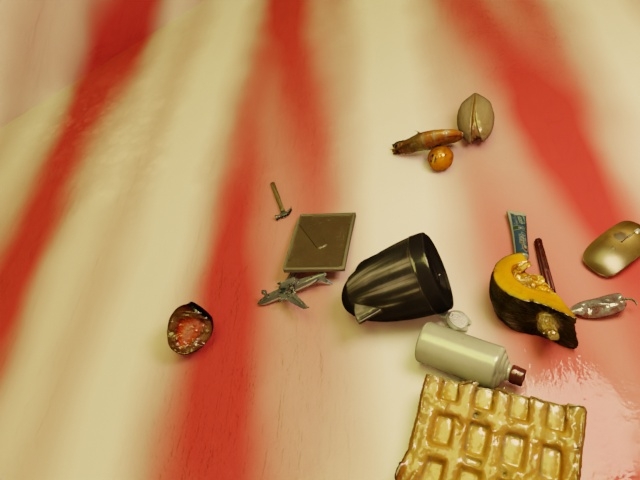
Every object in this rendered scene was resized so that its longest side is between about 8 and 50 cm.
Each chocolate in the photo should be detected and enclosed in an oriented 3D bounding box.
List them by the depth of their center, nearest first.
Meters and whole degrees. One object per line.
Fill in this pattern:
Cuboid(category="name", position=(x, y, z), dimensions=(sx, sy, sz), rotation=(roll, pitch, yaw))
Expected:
Cuboid(category="chocolate", position=(-0.365, 0.246, 1.436), dimensions=(0.124, 0.127, 0.133), rotation=(40, 83, 23))

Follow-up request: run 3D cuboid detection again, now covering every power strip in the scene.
Cuboid(category="power strip", position=(0.340, 0.202, 1.328), dimensions=(0.083, 0.035, 0.055), rotation=(27, 63, 18))

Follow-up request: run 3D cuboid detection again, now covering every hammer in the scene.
Cuboid(category="hammer", position=(-0.140, -0.141, 1.757), dimensions=(0.062, 0.017, 0.182), rotation=(-20, 48, -1))

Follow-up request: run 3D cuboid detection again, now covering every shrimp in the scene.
Cuboid(category="shrimp", position=(0.346, -0.324, 1.705), dimensions=(0.248, 0.150, 0.068), rotation=(-4, 86, 32))

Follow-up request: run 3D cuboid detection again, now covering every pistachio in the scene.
Cuboid(category="pistachio", position=(0.507, -0.396, 1.703), dimensions=(0.124, 0.124, 0.185), rotation=(-3, 53, 14))

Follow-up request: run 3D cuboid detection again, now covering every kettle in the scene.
Cuboid(category="kettle", position=(0.175, 0.101, 1.347), dimensions=(0.271, 0.207, 0.251), rotation=(-23, 59, 20))

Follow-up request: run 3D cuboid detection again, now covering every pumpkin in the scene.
Cuboid(category="pumpkin", position=(0.494, 0.160, 1.251), dimensions=(0.125, 0.131, 0.248), rotation=(-19, 43, -10))

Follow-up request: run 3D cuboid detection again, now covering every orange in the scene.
Cuboid(category="orange", position=(0.384, -0.262, 1.658), dimensions=(0.083, 0.084, 0.084), rotation=(-8, 50, 10))

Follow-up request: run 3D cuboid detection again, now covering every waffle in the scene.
Cuboid(category="waffle", position=(0.348, 0.449, 1.071), dimensions=(0.347, 0.078, 0.304), rotation=(10, 62, 23))

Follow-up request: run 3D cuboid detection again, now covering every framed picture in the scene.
Cuboid(category="framed picture", position=(0.000, 0.000, 1.563), dimensions=(0.188, 0.023, 0.260), rotation=(-3, 40, 15))

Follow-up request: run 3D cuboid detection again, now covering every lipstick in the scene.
Cuboid(category="lipstick", position=(0.586, 0.064, 1.366), dimensions=(0.027, 0.027, 0.177), rotation=(-5, 49, 13))

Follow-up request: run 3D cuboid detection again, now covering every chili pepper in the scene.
Cuboid(category="chili pepper", position=(0.673, 0.160, 1.252), dimensions=(0.153, 0.041, 0.050), rotation=(-21, 26, 20))

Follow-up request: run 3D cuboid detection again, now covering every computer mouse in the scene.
Cuboid(category="computer mouse", position=(0.770, 0.016, 1.338), dimensions=(0.199, 0.045, 0.102), rotation=(-33, 53, -10))

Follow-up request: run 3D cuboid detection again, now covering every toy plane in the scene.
Cuboid(category="toy plane", position=(-0.079, 0.135, 1.485), dimensions=(0.226, 0.058, 0.226), rotation=(-16, 33, 3))

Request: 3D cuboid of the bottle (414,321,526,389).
Cuboid(category="bottle", position=(0.350, 0.275, 1.212), dimensions=(0.245, 0.104, 0.104), rotation=(16, 58, 28))

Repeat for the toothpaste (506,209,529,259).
Cuboid(category="toothpaste", position=(0.547, -0.008, 1.432), dimensions=(0.056, 0.035, 0.197), rotation=(8, 51, 3))
